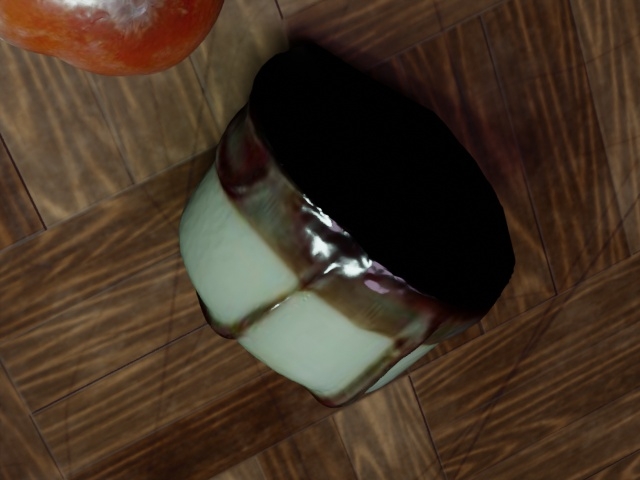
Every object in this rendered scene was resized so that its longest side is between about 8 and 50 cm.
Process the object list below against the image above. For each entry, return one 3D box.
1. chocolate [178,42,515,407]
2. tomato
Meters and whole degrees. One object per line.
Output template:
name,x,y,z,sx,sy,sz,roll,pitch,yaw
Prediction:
chocolate,0.000,0.000,1.519,0.283,0.283,0.186,23,128,-35
tomato,-0.152,-0.213,1.384,0.228,0.112,0.199,2,116,-30
